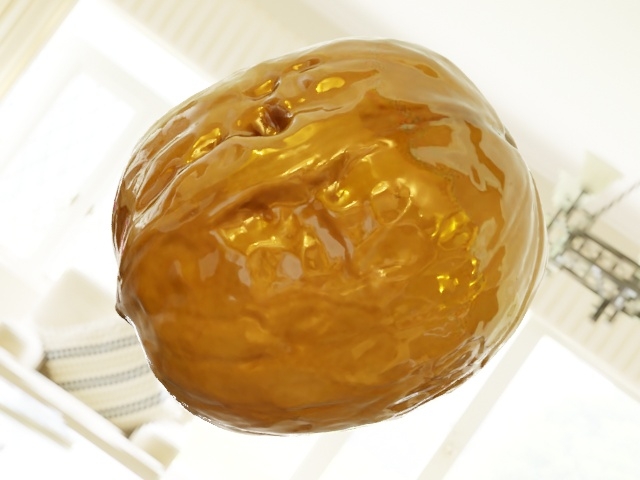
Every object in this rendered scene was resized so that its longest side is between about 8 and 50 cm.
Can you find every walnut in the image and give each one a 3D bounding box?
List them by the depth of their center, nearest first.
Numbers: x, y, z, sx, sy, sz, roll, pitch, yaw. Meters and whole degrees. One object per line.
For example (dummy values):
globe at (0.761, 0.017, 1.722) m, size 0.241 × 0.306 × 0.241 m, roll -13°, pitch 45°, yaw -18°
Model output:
walnut at (0.000, 0.000, 0.622) m, size 0.195 × 0.221 × 0.195 m, roll -18°, pitch 90°, yaw -85°
